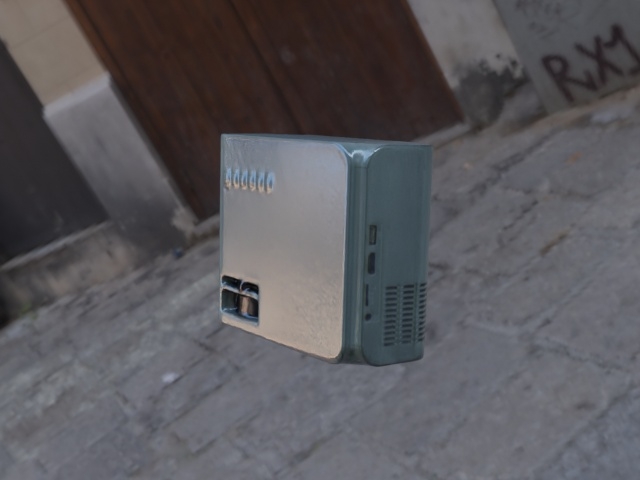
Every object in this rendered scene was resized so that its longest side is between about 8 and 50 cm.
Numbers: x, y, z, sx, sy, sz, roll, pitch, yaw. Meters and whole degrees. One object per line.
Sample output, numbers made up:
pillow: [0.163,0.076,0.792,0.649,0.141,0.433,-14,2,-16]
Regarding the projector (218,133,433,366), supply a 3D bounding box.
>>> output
projector: [0.000,0.000,0.986,0.108,0.198,0.250,-3,8,-35]
